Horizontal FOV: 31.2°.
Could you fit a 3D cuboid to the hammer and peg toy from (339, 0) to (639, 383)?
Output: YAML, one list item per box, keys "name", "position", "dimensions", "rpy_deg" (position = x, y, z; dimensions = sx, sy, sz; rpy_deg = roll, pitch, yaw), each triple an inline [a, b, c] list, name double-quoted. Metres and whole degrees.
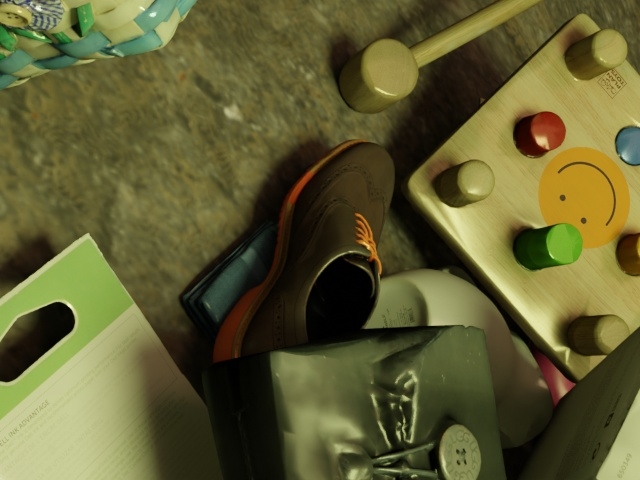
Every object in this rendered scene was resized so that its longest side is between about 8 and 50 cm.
- name: "hammer and peg toy"
  position: [0.208, -0.084, 1.052]
  dimensions: [0.266, 0.127, 0.361]
  rpy_deg: [-43, 96, -16]

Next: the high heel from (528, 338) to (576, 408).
- name: "high heel"
  position: [0.268, 0.090, 1.143]
  dimensions: [0.082, 0.117, 0.244]
  rpy_deg: [29, 51, -56]

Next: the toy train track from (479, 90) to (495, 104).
- name: "toy train track"
  position: [0.189, -0.125, 1.225]
  dimensions: [0.048, 0.014, 0.083]
  rpy_deg: [30, 56, -35]

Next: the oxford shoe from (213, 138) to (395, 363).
- name: "oxford shoe"
  position: [0.018, 0.017, 0.888]
  dimensions: [0.097, 0.098, 0.271]
  rpy_deg: [47, 47, -28]

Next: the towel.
- name: "towel"
  position: [-0.054, 0.039, 0.900]
  dimensions: [0.067, 0.029, 0.119]
  rpy_deg: [60, 43, -15]

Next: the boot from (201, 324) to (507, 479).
- name: "boot"
  position: [0.115, 0.276, 0.747]
  dimensions: [0.367, 0.146, 0.445]
  rpy_deg: [6, 64, -50]

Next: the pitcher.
- name: "pitcher"
  position: [0.106, 0.080, 0.999]
  dimensions: [0.207, 0.125, 0.177]
  rpy_deg: [29, 35, -48]

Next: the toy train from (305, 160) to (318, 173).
- name: "toy train"
  position: [0.000, 0.000, 0.975]
  dimensions: [0.036, 0.027, 0.158]
  rpy_deg: [12, 67, -31]

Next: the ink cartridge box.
- name: "ink cartridge box"
  position: [-0.150, 0.138, 0.746]
  dimensions: [0.235, 0.056, 0.171]
  rpy_deg: [56, 44, -11]

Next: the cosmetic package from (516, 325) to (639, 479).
- name: "cosmetic package"
  position: [0.276, 0.192, 0.885]
  dimensions: [0.197, 0.365, 0.155]
  rpy_deg: [28, 73, 7]

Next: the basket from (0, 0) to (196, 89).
- name: "basket"
  position: [-0.203, -0.239, 0.686]
  dimensions: [0.289, 0.255, 0.201]
  rpy_deg: [55, 46, -32]
